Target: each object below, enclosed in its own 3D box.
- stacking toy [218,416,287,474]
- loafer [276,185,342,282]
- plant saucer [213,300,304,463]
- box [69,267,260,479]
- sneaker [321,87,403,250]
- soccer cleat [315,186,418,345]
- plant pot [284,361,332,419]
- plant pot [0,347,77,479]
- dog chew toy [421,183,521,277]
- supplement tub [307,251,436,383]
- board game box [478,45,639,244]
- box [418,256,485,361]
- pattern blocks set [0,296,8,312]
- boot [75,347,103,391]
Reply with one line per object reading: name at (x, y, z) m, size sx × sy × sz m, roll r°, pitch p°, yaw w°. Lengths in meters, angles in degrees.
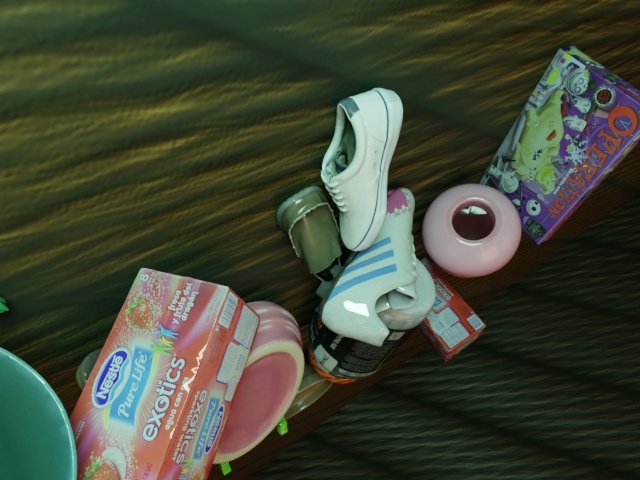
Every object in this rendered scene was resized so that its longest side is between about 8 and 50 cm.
stacking toy at (-0.184, 0.365, 0.940) m, size 0.167 × 0.221 × 0.052 m, roll -19°, pitch 171°, yaw -34°
loafer at (0.000, 0.000, 0.713) m, size 0.094 × 0.087 × 0.251 m, roll -34°, pitch 153°, yaw -5°
plant saucer at (-0.144, 0.278, 0.790) m, size 0.332 × 0.084 × 0.332 m, roll -32°, pitch 135°, yaw -37°
box at (-0.208, 0.209, 0.573) m, size 0.154 × 0.142 × 0.300 m, roll 67°, pitch 37°, yaw -63°
sneaker at (0.043, -0.091, 0.616) m, size 0.091 × 0.094 × 0.258 m, roll -12°, pitch 129°, yaw -22°
soccer cleat at (0.120, 0.041, 0.747) m, size 0.331 × 0.143 × 0.116 m, roll -54°, pitch 161°, yaw -33°
plant pot at (-0.086, 0.442, 1.280) m, size 0.237 × 0.110 × 0.237 m, roll -29°, pitch 152°, yaw -17°
plant pot at (-0.418, 0.260, 0.382) m, size 0.235 × 0.293 × 0.293 m, roll -38°, pitch 156°, yaw 34°
dog chew toy at (0.346, -0.002, 1.004) m, size 0.206 × 0.206 × 0.332 m, roll -38°, pitch 160°, yaw 2°
supplement tub at (0.098, 0.181, 0.981) m, size 0.207 × 0.207 × 0.338 m, roll -14°, pitch 145°, yaw -37°
board game box at (0.472, -0.175, 0.858) m, size 0.056 × 0.208 × 0.347 m, roll -23°, pitch 149°, yaw -25°
box at (0.326, 0.194, 1.208) m, size 0.128 × 0.257 × 0.122 m, roll -33°, pitch 150°, yaw -8°
pattern blocks set at (-0.494, 0.153, 0.447) m, size 0.325 × 0.026 × 0.285 m, roll -40°, pitch 153°, yaw 6°
boot at (-0.334, 0.274, 0.750) m, size 0.115 × 0.112 × 0.305 m, roll -14°, pitch 147°, yaw 9°
